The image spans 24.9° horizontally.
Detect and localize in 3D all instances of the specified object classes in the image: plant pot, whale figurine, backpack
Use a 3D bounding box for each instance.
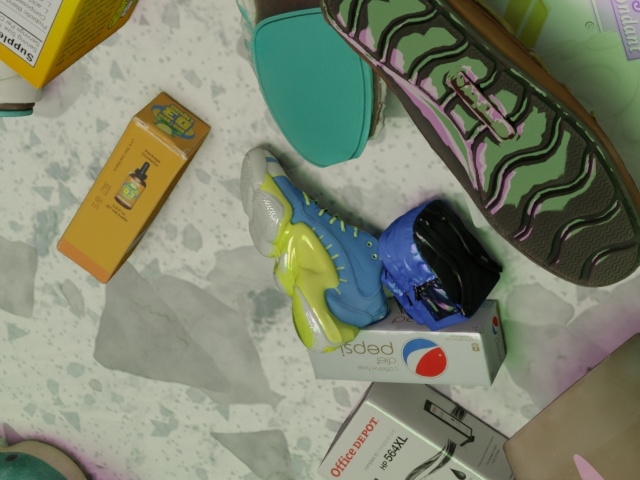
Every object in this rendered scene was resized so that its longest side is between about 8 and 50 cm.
[{"bbox_3d":[0.343,0.260,1.468,0.280,0.323,0.323,49,129,11],"label":"plant pot"},{"bbox_3d":[-0.442,0.378,1.995,0.272,0.141,0.216,-8,116,29],"label":"whale figurine"},{"bbox_3d":[0.114,0.026,1.540,0.101,0.098,0.120,-24,108,38],"label":"backpack"}]

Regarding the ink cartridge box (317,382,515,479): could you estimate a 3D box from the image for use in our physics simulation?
[{"bbox_3d":[0.118,0.261,1.689,0.203,0.086,0.148,33,128,3],"label":"ink cartridge box"}]

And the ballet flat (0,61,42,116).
[{"bbox_3d":[-0.504,-0.216,1.687,0.400,0.139,0.139,4,121,19],"label":"ballet flat"}]

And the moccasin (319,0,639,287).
[{"bbox_3d":[0.154,-0.116,1.301,0.380,0.147,0.139,43,114,3],"label":"moccasin"}]

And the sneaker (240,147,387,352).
[{"bbox_3d":[0.000,0.000,1.599,0.240,0.126,0.091,69,160,6],"label":"sneaker"}]

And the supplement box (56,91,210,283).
[{"bbox_3d":[-0.216,-0.058,1.662,0.078,0.080,0.233,38,130,-1],"label":"supplement box"}]

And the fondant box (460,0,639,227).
[{"bbox_3d":[0.270,-0.156,1.355,0.330,0.096,0.238,-9,114,29],"label":"fondant box"}]

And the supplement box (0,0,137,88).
[{"bbox_3d":[-0.246,-0.363,1.414,0.194,0.195,0.356,36,127,2],"label":"supplement box"}]

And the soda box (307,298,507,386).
[{"bbox_3d":[0.094,0.112,1.621,0.216,0.069,0.074,0,120,26],"label":"soda box"}]

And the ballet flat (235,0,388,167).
[{"bbox_3d":[-0.013,-0.261,1.394,0.147,0.147,0.409,2,133,25],"label":"ballet flat"}]
